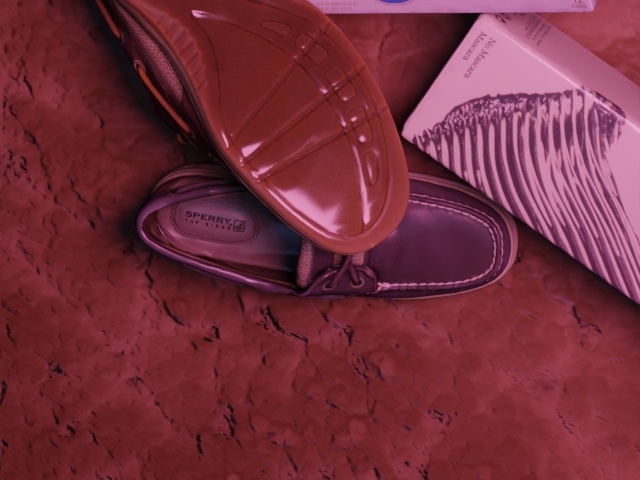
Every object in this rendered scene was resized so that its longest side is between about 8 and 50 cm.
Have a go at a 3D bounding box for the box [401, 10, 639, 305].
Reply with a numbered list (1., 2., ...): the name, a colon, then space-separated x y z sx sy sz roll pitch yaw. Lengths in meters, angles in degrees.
1. box: 0.202 -0.048 1.317 0.275 0.094 0.113 35 112 3

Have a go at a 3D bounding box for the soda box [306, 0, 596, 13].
1. soda box: 0.088 -0.203 1.275 0.216 0.069 0.074 3 133 28

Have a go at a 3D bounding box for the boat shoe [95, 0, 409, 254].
1. boat shoe: -0.068 -0.124 1.345 0.123 0.123 0.342 -41 85 -16

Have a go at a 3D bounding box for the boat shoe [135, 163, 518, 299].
1. boat shoe: 0.000 0.000 1.385 0.285 0.092 0.103 8 109 12
